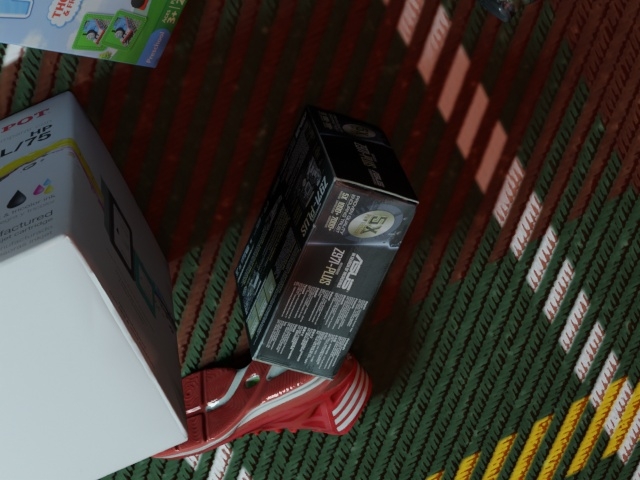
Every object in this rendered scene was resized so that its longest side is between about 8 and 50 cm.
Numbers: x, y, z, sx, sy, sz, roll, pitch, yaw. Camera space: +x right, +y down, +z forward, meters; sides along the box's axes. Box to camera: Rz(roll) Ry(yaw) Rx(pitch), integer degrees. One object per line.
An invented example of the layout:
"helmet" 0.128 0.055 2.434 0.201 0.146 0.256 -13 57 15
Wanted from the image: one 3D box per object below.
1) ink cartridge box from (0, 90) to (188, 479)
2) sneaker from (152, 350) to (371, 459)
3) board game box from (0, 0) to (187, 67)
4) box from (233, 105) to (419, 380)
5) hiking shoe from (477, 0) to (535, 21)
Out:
"ink cartridge box" -0.239 0.048 1.091 0.198 0.270 0.197 -24 119 3
"sneaker" -0.050 0.169 1.302 0.221 0.087 0.128 -25 137 23
"board game box" -0.178 -0.216 1.032 0.212 0.039 0.160 3 124 -48
"box" 0.000 0.000 1.181 0.078 0.147 0.180 17 114 -18
"hiking shoe" 0.149 -0.293 1.097 0.114 0.086 0.226 -28 127 -10
